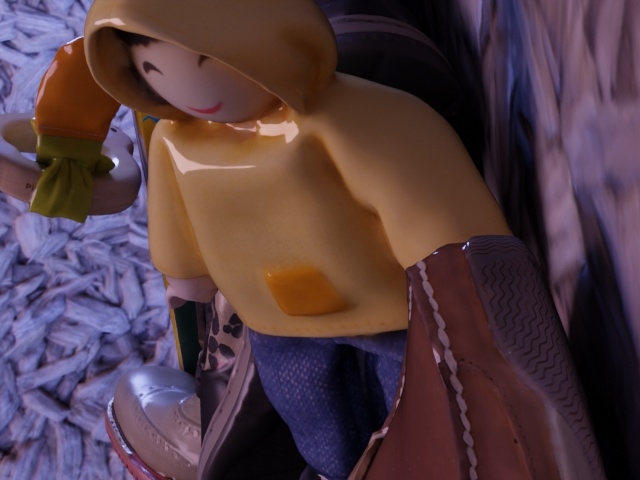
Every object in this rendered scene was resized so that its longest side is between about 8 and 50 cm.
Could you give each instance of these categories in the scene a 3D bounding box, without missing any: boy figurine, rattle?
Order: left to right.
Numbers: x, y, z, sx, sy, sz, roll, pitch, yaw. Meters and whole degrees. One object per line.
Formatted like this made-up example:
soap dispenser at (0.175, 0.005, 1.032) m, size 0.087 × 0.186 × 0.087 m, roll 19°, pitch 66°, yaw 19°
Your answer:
rattle at (-0.174, -0.103, 1.328) m, size 0.199 × 0.130 × 0.143 m, roll -48°, pitch -37°, yaw -65°
boy figurine at (0.000, 0.000, 0.700) m, size 0.092 × 0.177 × 0.285 m, roll -52°, pitch -45°, yaw -37°

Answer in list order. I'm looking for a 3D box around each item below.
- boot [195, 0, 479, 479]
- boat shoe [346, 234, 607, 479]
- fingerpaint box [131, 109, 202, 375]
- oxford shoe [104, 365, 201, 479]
boot at (-0.012, -0.024, 0.949) m, size 0.284 × 0.138 × 0.377 m, roll -103°, pitch 10°, yaw -46°
boat shoe at (0.041, 0.138, 0.649) m, size 0.123 × 0.116 × 0.324 m, roll -103°, pitch 6°, yaw -50°
fingerpaint box at (-0.082, -0.184, 1.459) m, size 0.445 × 0.163 × 0.371 m, roll -105°, pitch 7°, yaw -47°
oxford shoe at (-0.039, 0.129, 1.287) m, size 0.348 × 0.123 × 0.130 m, roll 18°, pitch 114°, yaw 49°
